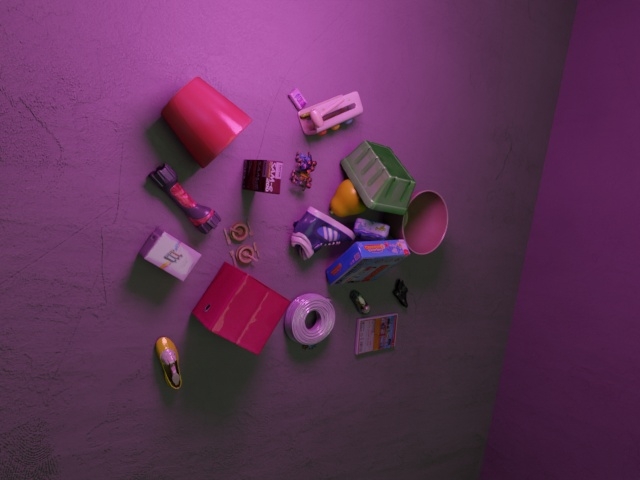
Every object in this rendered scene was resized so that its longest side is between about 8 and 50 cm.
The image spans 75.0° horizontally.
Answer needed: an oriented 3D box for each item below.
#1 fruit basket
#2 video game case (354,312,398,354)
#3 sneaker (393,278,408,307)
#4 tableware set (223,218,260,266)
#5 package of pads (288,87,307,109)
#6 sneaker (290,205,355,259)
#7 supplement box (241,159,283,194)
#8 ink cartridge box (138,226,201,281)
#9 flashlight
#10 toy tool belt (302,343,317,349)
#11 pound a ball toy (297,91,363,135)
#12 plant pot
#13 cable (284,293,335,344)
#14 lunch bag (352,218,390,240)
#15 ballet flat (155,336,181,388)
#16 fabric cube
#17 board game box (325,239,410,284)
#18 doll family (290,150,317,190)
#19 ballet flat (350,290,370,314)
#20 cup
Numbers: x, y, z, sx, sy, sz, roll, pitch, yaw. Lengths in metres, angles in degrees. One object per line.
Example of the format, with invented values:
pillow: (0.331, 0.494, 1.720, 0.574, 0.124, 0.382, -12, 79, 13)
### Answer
fruit basket: (0.223, -0.243, 1.995, 0.283, 0.392, 0.392, 7, 96, -33)
video game case: (0.317, 0.524, 2.356, 0.285, 0.025, 0.204, -1, 100, -33)
sneaker: (0.478, 0.306, 2.402, 0.089, 0.051, 0.170, -46, 117, -12)
tableware set: (-0.337, 0.013, 1.817, 0.128, 0.039, 0.194, -23, 111, -28)
package of pads: (-0.102, -0.629, 1.850, 0.050, 0.032, 0.083, -48, 121, -13)
sneaker: (0.000, 0.000, 1.997, 0.323, 0.130, 0.236, 30, 92, -38)
supplement box: (-0.242, -0.263, 1.704, 0.073, 0.239, 0.130, 1, 98, -33)
ink cartridge box: (-0.582, 0.051, 1.610, 0.176, 0.128, 0.127, 40, 77, -31)
flashlight: (-0.520, -0.163, 1.625, 0.103, 0.103, 0.304, -45, 121, -17)
toy tool belt: (-0.046, 0.526, 2.101, 0.083, 0.051, 0.052, -32, 115, -24)
pound a ball toy: (0.054, -0.554, 1.862, 0.319, 0.208, 0.136, -31, 114, -26)
plant pot: (-0.430, -0.447, 1.546, 0.243, 0.275, 0.275, 46, 73, -19)
cable: (-0.049, 0.388, 2.043, 0.257, 0.089, 0.257, 24, 83, -33)
lunch bag: (0.246, -0.048, 2.068, 0.176, 0.219, 0.090, 16, 86, 3)
ballet flat: (-0.613, 0.507, 1.710, 0.077, 0.077, 0.231, -17, 108, -29)
fabric cube: (-0.333, 0.277, 1.743, 0.259, 0.254, 0.258, 38, 78, -32)
board game box: (0.229, 0.109, 2.058, 0.302, 0.308, 0.086, -3, 63, -33)
doll family: (-0.069, -0.320, 1.909, 0.111, 0.076, 0.193, 18, 86, -30)
ballet flat: (0.225, 0.346, 2.237, 0.070, 0.070, 0.188, -49, 121, -16)
cup: (0.474, -0.107, 2.207, 0.331, 0.237, 0.331, -7, 102, -32)
